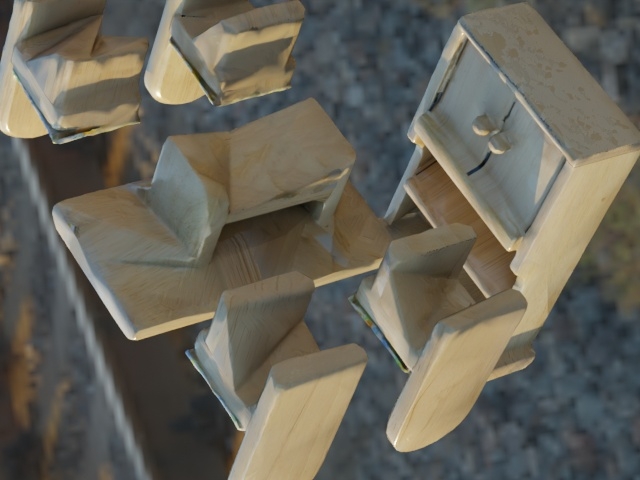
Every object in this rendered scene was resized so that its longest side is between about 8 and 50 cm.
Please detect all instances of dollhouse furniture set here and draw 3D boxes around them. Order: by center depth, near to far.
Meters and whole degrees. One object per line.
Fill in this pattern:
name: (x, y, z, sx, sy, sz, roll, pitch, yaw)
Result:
dollhouse furniture set: (0.000, 0.000, 1.448, 0.362, 0.394, 0.256, 54, 142, 29)
